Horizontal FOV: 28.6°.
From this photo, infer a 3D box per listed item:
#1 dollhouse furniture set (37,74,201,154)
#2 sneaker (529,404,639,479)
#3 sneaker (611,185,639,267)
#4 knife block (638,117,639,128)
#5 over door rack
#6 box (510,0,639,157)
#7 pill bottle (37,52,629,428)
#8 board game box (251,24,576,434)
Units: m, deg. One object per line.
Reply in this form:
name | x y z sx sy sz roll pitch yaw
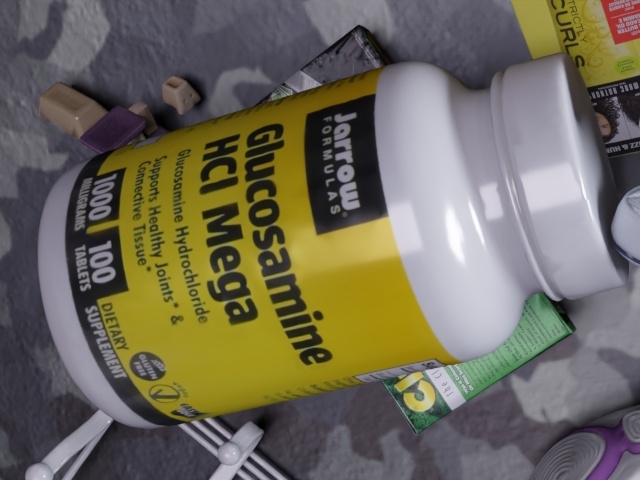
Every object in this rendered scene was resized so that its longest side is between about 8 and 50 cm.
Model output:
dollhouse furniture set | -0.155 -0.088 0.986 0.114 0.091 0.081 29 155 36
sneaker | 0.195 0.239 0.887 0.152 0.114 0.305 31 116 -3
sneaker | 0.274 0.025 0.737 0.258 0.094 0.091 6 116 -26
knife block | 0.242 -0.218 0.684 0.088 0.275 0.242 7 133 24
over door rack | -0.141 0.274 1.009 0.239 0.108 0.324 38 112 10
box | 0.162 -0.154 0.760 0.087 0.058 0.232 -10 131 22
pill bottle | 0.010 -0.002 0.783 0.334 0.188 0.188 -15 96 20
board game box | 0.050 -0.007 0.885 0.136 0.030 0.259 -35 83 15
